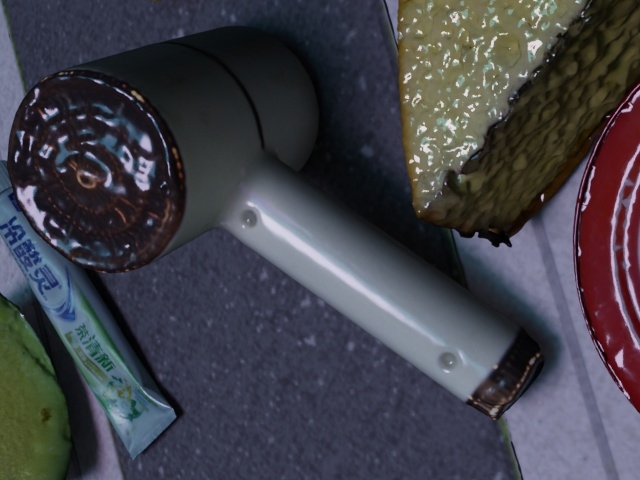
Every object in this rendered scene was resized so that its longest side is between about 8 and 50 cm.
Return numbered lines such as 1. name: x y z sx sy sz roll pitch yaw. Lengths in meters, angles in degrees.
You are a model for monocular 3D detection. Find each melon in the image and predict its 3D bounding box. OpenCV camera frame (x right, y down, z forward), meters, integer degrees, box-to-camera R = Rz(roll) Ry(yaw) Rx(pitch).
1. melon: -0.364 0.187 1.006 0.323 0.124 0.196 -30 76 44

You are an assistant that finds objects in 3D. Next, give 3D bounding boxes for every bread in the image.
1. bread: 0.120 -0.129 0.561 0.134 0.129 0.260 51 123 31

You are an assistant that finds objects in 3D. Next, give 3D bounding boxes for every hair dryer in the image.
1. hair dryer: 0.000 0.000 0.662 0.362 0.203 0.128 35 118 10

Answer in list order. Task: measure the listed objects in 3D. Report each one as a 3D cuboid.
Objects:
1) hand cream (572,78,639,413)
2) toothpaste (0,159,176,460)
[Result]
1. hand cream: 0.239 0.001 0.468 0.230 0.149 0.230 8 103 41
2. toothpaste: -0.221 0.053 0.921 0.075 0.048 0.296 -44 72 31
